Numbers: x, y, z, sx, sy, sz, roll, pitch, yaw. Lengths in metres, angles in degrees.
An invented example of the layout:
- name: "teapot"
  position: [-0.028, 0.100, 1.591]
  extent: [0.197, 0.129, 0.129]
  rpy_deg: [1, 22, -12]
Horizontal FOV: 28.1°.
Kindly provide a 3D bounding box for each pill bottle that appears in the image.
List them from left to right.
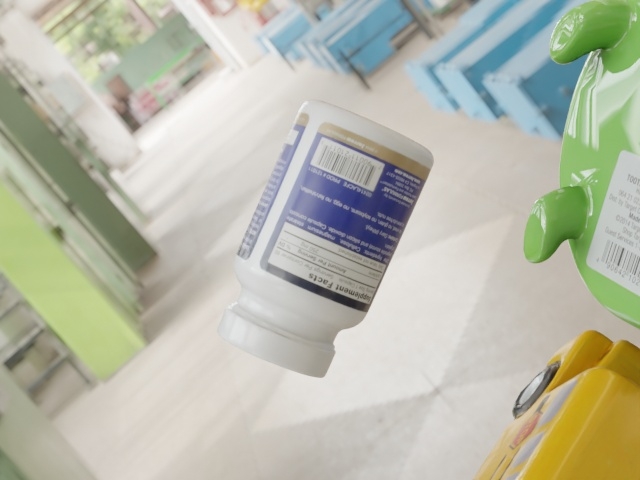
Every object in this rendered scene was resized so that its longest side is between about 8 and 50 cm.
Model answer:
- name: "pill bottle"
  position: [0.000, 0.000, 1.334]
  extent: [0.264, 0.153, 0.153]
  rpy_deg: [-66, 12, 2]

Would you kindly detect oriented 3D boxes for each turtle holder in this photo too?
- name: "turtle holder"
  position: [0.297, -0.088, 0.884]
  extent: [0.227, 0.320, 0.243]
  rpy_deg: [5, -12, -30]

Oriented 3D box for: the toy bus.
- name: "toy bus"
  position: [0.142, 0.194, 0.806]
  extent: [0.332, 0.108, 0.130]
  rpy_deg: [-50, -1, -32]
